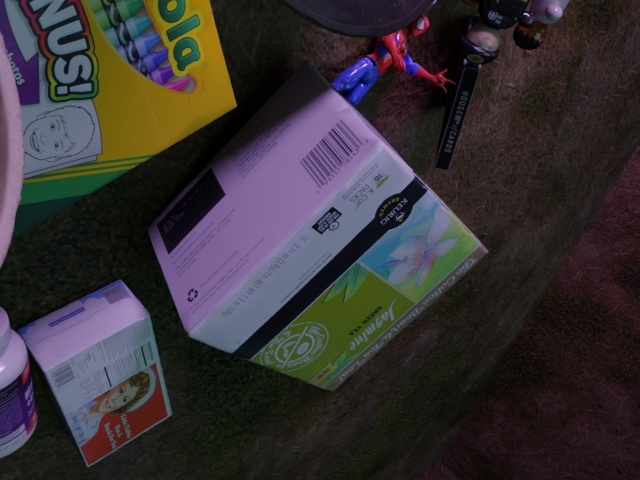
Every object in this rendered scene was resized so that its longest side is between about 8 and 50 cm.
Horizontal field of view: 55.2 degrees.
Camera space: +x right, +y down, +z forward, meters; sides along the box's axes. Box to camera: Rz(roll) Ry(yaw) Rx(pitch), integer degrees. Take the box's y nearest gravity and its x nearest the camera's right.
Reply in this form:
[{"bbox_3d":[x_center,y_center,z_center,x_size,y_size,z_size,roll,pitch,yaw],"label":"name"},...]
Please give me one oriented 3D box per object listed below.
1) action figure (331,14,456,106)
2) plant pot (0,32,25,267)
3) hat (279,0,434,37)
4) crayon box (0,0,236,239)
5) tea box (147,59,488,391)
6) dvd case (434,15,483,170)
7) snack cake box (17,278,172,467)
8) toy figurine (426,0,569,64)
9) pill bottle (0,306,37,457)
[{"bbox_3d":[0.087,-0.230,0.913,0.280,0.139,0.091,-47,148,-8],"label":"action figure"},{"bbox_3d":[-0.394,-0.053,0.301,0.333,0.305,0.334,-4,90,-67],"label":"plant pot"},{"bbox_3d":[0.016,-0.390,0.663,0.331,0.134,0.332,-14,119,-27],"label":"hat"},{"bbox_3d":[-0.261,-0.208,0.542,0.313,0.106,0.363,-36,145,-20],"label":"crayon box"},{"bbox_3d":[0.000,0.000,0.868,0.329,0.220,0.323,-44,138,12],"label":"tea box"},{"bbox_3d":[0.237,-0.254,1.035,0.239,0.029,0.179,-68,170,-50],"label":"dvd case"},{"bbox_3d":[-0.320,0.202,0.905,0.152,0.089,0.265,-30,143,-31],"label":"snack cake box"},{"bbox_3d":[0.245,-0.366,0.891,0.209,0.213,0.148,-20,147,-41],"label":"toy figurine"},{"bbox_3d":[-0.412,0.170,0.745,0.108,0.108,0.194,-21,138,-37],"label":"pill bottle"}]
